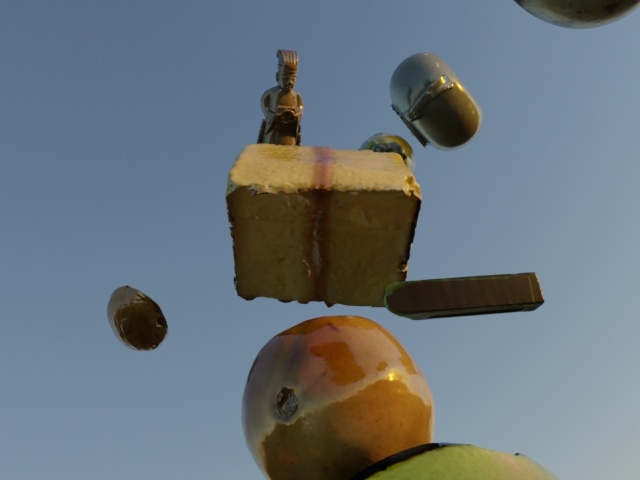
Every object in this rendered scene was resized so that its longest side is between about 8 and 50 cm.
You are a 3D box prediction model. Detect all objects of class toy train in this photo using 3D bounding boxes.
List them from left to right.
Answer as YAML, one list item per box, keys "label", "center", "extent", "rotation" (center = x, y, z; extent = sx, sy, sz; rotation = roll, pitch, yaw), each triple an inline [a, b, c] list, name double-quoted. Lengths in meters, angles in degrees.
- label: "toy train"
  center: [0.176, 0.074, 0.895]
  extent: [0.209, 0.044, 0.042]
  rotation: [-3, -27, -12]

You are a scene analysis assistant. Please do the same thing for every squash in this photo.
- label: "squash"
  center: [0.104, -0.135, 1.150]
  extent: [0.105, 0.105, 0.132]
  rotation: [-34, -4, 5]

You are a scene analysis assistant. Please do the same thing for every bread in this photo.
- label: "bread"
  center: [0.000, 0.000, 0.993]
  extent: [0.263, 0.198, 0.236]
  rotation: [3, -73, 3]

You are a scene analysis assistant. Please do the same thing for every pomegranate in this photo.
- label: "pomegranate"
  center: [0.016, 0.191, 0.797]
  extent: [0.233, 0.233, 0.233]
  rotation: [-19, -39, -16]

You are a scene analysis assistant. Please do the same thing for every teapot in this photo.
- label: "teapot"
  center: [0.204, -0.246, 1.291]
  extent: [0.129, 0.193, 0.294]
  rotation: [-40, -5, 12]

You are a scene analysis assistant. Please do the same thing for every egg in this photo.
- label: "egg"
  center: [0.254, -0.285, 0.701]
  extent: [0.181, 0.141, 0.141]
  rotation: [-2, -45, -22]

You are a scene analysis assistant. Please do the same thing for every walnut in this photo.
- label: "walnut"
  center: [-0.279, 0.127, 1.047]
  extent: [0.091, 0.052, 0.121]
  rotation: [0, -53, 25]

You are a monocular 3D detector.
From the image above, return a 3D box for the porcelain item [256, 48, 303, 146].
- label: "porcelain item"
  center: [-0.064, -0.216, 1.206]
  extent: [0.084, 0.054, 0.213]
  rotation: [-1, -62, -20]

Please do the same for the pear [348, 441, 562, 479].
- label: "pear"
  center: [0.137, 0.392, 0.615]
  extent: [0.398, 0.399, 0.165]
  rotation: [-22, 3, -12]
